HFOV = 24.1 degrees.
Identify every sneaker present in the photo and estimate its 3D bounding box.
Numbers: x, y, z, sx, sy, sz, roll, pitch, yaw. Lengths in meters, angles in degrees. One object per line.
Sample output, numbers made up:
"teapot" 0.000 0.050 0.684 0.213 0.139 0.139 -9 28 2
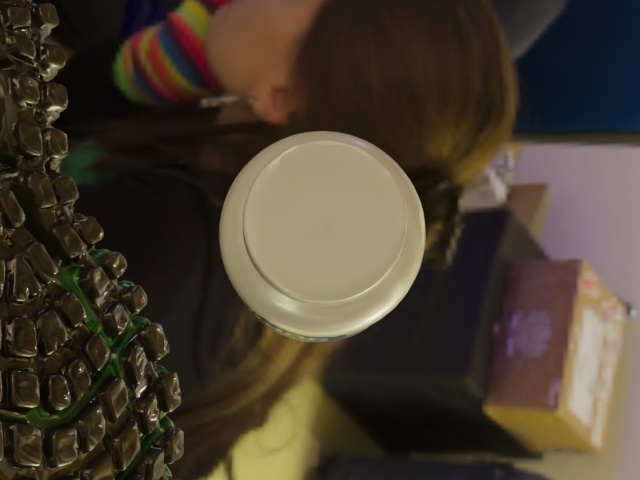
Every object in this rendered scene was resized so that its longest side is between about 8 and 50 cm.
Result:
"sneaker" -0.161 0.025 0.619 0.134 0.146 0.343 -11 86 -60

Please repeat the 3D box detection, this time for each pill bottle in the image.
"pill bottle" 0.000 0.000 0.503 0.120 0.067 0.067 102 -10 -84
